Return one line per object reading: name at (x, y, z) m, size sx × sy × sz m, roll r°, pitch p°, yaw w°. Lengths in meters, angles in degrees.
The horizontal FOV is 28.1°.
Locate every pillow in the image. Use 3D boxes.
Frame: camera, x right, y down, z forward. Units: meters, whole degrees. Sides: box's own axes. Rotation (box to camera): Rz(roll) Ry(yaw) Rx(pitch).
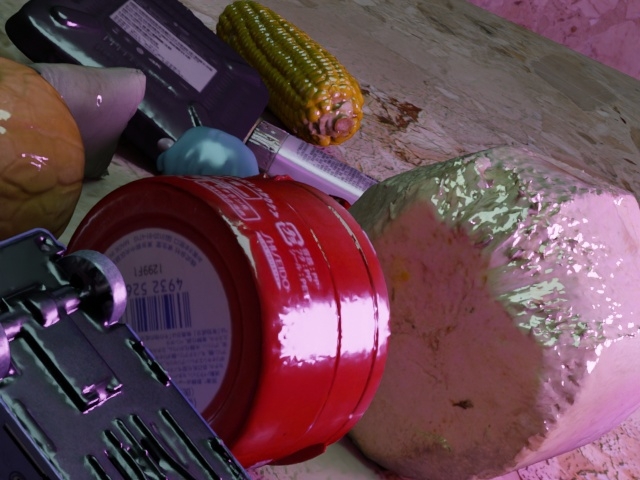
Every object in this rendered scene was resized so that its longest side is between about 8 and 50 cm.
pillow at (-0.260, -0.117, 1.262) m, size 0.078 × 0.134 × 0.181 m, roll 47°, pitch 26°, yaw 16°

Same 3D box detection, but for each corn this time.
corn at (-0.046, -0.244, 1.822) m, size 0.120 × 0.120 × 0.363 m, roll 11°, pitch 26°, yaw -36°

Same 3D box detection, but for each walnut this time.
walnut at (-0.300, -0.062, 1.017) m, size 0.226 × 0.193 × 0.193 m, roll 0°, pitch 34°, yaw -44°

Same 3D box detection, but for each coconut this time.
coconut at (0.163, 0.057, 1.157) m, size 0.297 × 0.297 × 0.309 m, roll 38°, pitch 26°, yaw 24°

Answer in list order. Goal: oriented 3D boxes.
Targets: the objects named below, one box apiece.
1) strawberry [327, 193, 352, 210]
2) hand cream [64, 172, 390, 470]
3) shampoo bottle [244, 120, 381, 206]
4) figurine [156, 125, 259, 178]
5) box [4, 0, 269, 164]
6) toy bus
strawberry at (0.000, 0.000, 1.366) m, size 0.106 × 0.106 × 0.106 m, roll 24°, pitch 21°, yaw -10°
hand cream at (-0.077, 0.060, 0.937) m, size 0.230 × 0.230 × 0.149 m, roll 41°, pitch 22°, yaw 31°
shampoo bottle at (0.013, -0.072, 1.580) m, size 0.227 × 0.056 × 0.086 m, roll 27°, pitch 20°, yaw 0°
figurine at (-0.097, -0.014, 1.253) m, size 0.205 × 0.103 × 0.260 m, roll 21°, pitch 32°, yaw -12°
box at (-0.204, -0.208, 1.516) m, size 0.290 × 0.073 × 0.289 m, roll 40°, pitch 27°, yaw -8°
toy bus at (-0.131, 0.141, 0.747) m, size 0.292 × 0.133 × 0.125 m, roll 50°, pitch 33°, yaw 7°
